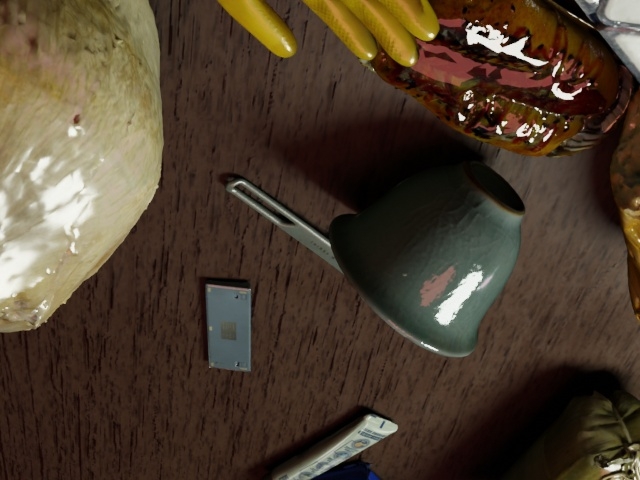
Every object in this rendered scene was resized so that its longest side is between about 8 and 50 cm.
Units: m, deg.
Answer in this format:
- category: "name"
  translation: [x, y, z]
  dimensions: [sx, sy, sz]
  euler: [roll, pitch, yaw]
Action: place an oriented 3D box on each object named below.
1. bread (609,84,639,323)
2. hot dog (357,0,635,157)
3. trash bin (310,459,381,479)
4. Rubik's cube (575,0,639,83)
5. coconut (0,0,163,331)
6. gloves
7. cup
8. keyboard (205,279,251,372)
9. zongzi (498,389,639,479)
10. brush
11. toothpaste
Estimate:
- category: "bread"
  translation: [0.370, -0.029, 1.160]
  dimensions: [0.148, 0.195, 0.344]
  euler: [22, 152, 36]
- category: "hot dog"
  translation: [0.158, -0.157, 1.097]
  dimensions: [0.270, 0.082, 0.162]
  euler: [24, 138, -24]
- category: "trash bin"
  translation: [0.075, 0.439, 1.769]
  dimensions: [0.184, 0.163, 0.234]
  euler: [-17, 131, 21]
- category: "Rubik's cube"
  translation: [0.270, -0.263, 0.863]
  dimensions: [0.205, 0.205, 0.207]
  euler: [-27, 133, 31]
- category: "coconut"
  translation: [-0.322, -0.084, 0.998]
  dimensions: [0.404, 0.405, 0.405]
  euler: [2, 140, 2]
- category: "gloves"
  translation: [-0.024, -0.234, 0.959]
  dimensions: [0.294, 0.116, 0.133]
  euler: [34, 161, -22]
- category: "cup"
  translation: [0.129, -0.004, 1.231]
  dimensions: [0.199, 0.199, 0.150]
  euler: [29, 116, -28]
- category: "keyboard"
  translation: [-0.111, 0.106, 1.483]
  dimensions: [0.055, 0.014, 0.176]
  euler: [4, 140, 0]
- category: "zongzi"
  translation: [0.430, 0.310, 1.596]
  dimensions: [0.418, 0.181, 0.447]
  euler: [3, 140, -24]
- category: "brush"
  translation: [0.000, 0.000, 1.346]
  dimensions: [0.266, 0.027, 0.062]
  euler: [36, 130, -28]
- category: "toothpaste"
  translation: [0.006, 0.299, 1.689]
  dimensions: [0.062, 0.039, 0.239]
  euler: [27, 133, -33]
